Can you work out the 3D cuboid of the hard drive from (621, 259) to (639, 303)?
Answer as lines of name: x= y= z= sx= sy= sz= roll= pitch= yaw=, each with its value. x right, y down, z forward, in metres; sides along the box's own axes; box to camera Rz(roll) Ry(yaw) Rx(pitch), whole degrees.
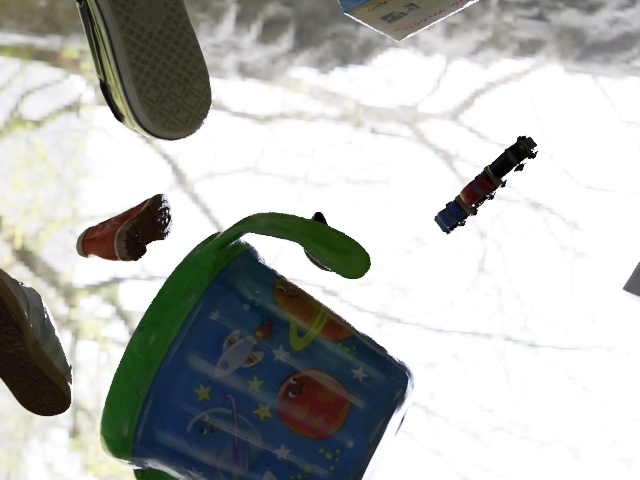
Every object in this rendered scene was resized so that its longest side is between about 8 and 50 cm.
hard drive: x=0.558 y=-0.026 z=1.934 sx=0.210 sy=0.040 sz=0.318 roll=27 pitch=-100 yaw=44

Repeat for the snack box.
snack box: x=0.196 y=-0.386 z=2.068 sx=0.322 sy=0.187 sz=0.060 roll=-26 pitch=-106 yaw=22

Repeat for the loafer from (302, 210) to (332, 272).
loafer: x=0.000 y=0.000 z=2.018 sx=0.125 sy=0.045 sz=0.039 roll=-116 pitch=-137 yaw=-62

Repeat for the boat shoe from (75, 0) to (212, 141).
boat shoe: x=-0.283 y=-0.380 z=2.182 sx=0.156 sy=0.187 sz=0.500 roll=-12 pitch=-88 yaw=63

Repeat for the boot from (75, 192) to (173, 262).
boot: x=-0.241 y=-0.017 z=1.865 sx=0.158 sy=0.085 sz=0.059 roll=-43 pitch=124 yaw=-61

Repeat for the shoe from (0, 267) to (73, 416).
shoe: x=-0.294 y=0.083 z=1.423 sx=0.219 sy=0.077 sz=0.058 roll=69 pitch=20 yaw=-44

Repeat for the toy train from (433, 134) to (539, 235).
toy train: x=0.150 y=-0.048 z=1.399 sx=0.027 sy=0.036 sz=0.158 roll=52 pitch=-39 yaw=8

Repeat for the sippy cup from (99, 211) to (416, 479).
sippy cup: x=-0.043 y=0.142 z=1.349 sx=0.240 sy=0.224 sz=0.305 roll=-57 pitch=167 yaw=-26
